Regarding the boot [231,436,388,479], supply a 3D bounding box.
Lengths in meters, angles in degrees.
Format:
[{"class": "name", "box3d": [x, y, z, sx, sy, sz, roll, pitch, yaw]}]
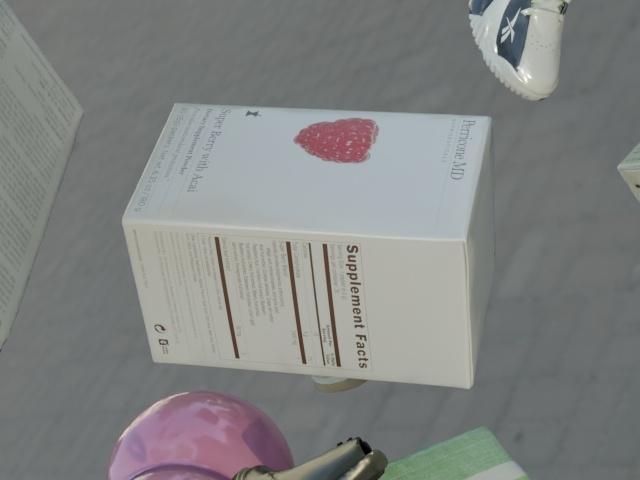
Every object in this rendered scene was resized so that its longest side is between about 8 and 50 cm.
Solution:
[{"class": "boot", "box3d": [-0.005, 0.224, 1.487, 0.137, 0.077, 0.198, -43, 18, -1]}]

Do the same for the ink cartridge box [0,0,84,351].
[{"class": "ink cartridge box", "box3d": [-0.316, -0.063, 1.114, 0.091, 0.308, 0.385, -12, 43, 23]}]

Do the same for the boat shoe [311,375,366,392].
[{"class": "boat shoe", "box3d": [0.062, 0.057, 1.804, 0.103, 0.092, 0.285, -3, 31, 35]}]

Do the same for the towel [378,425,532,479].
[{"class": "towel", "box3d": [0.166, 0.332, 1.513, 0.325, 0.248, 0.038, 50, 136, 29]}]

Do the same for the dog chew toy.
[{"class": "dog chew toy", "box3d": [-0.139, 0.305, 1.660, 0.206, 0.206, 0.332, -36, 20, 25]}]

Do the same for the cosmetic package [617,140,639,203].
[{"class": "cosmetic package", "box3d": [0.485, -0.123, 1.758, 0.296, 0.153, 0.129, -47, 20, -22]}]

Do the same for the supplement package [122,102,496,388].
[{"class": "supplement package", "box3d": [0.000, 0.000, 1.410, 0.293, 0.175, 0.177, 3, 41, 12]}]

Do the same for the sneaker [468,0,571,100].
[{"class": "sneaker", "box3d": [0.222, -0.263, 1.524, 0.153, 0.094, 0.235, -33, 47, 52]}]
